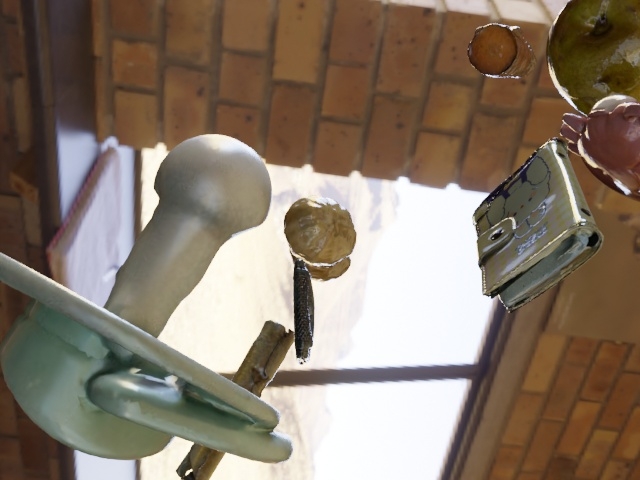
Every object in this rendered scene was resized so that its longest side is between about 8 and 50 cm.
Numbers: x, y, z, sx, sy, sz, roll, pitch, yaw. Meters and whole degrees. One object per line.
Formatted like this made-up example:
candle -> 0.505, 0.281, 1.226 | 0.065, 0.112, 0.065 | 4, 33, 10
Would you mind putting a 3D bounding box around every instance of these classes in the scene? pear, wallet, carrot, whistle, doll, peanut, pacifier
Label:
pear -> 0.410, -0.261, 1.072 | 0.200, 0.200, 0.200 | -173, -90, -88
wallet -> 0.361, -0.032, 1.330 | 0.223, 0.077, 0.309 | -46, -163, 27
carrot -> 0.365, -0.348, 1.486 | 0.263, 0.102, 0.101 | -7, 107, -61
whistle -> -0.148, 0.289, 1.386 | 0.326, 0.068, 0.057 | -58, 143, -19
doll -> 0.383, -0.094, 0.902 | 0.262, 0.211, 0.093 | 31, 83, -50
wallet -> -0.021, 0.095, 1.016 | 0.088, 0.026, 0.129 | 79, 10, -73
peanut -> 0.000, 0.000, 1.405 | 0.290, 0.130, 0.130 | 90, 7, -74
pacifier -> -0.118, 0.041, 0.621 | 0.269, 0.288, 0.343 | -59, -163, -11
